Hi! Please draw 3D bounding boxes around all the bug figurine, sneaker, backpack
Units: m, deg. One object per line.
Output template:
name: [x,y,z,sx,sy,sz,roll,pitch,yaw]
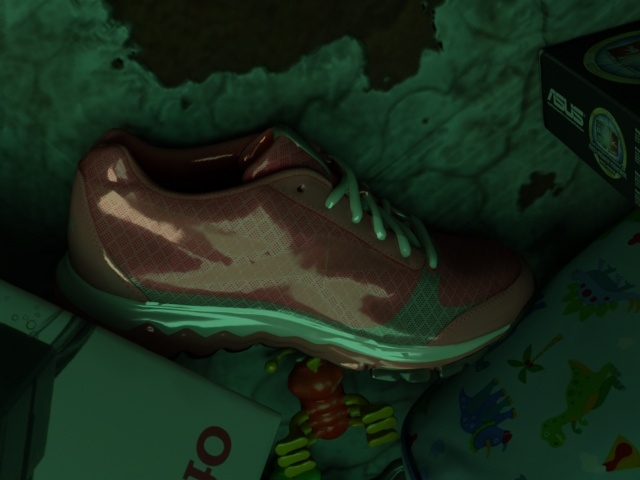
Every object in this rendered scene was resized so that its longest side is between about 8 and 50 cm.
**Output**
bug figurine: [-0.081,0.183,0.574,0.279,0.072,0.216,-16,129,-9]
sneaker: [0.000,0.000,0.458,0.314,0.116,0.136,3,118,-14]
backpack: [0.228,0.129,0.484,0.273,0.290,0.355,25,114,-26]

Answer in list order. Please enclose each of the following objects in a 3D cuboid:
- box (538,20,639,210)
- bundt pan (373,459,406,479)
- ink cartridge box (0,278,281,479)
box: [0.273,-0.062,0.391,0.216,0.270,0.060,-16,123,-2]
bundt pan: [0.136,0.347,0.691,0.331,0.124,0.330,-5,121,-9]
ink cartridge box: [-0.204,0.135,0.370,0.307,0.223,0.129,28,144,-11]
